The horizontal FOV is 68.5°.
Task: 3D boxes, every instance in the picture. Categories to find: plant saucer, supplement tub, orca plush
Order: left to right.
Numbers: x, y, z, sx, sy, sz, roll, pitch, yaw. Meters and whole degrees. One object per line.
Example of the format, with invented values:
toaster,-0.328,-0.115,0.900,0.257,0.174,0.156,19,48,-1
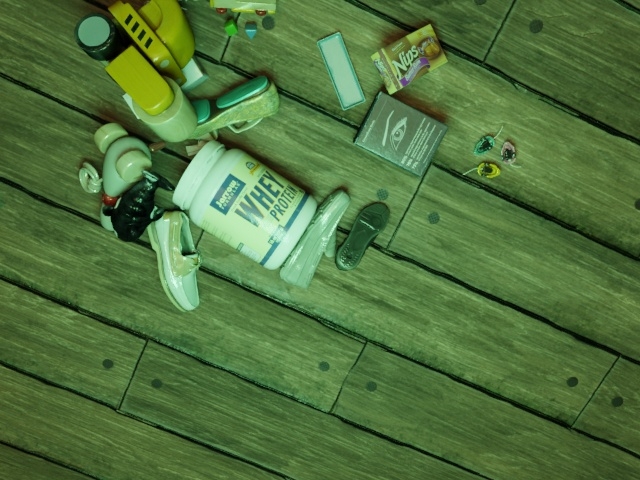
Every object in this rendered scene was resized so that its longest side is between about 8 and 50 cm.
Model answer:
orca plush,-0.461,-0.056,1.214,0.287,0.151,0.102,-31,61,31
supplement tub,-0.198,-0.096,1.255,0.325,0.235,0.235,32,102,-7
plant saucer,0.057,-0.456,1.274,0.067,0.018,0.192,-22,103,6

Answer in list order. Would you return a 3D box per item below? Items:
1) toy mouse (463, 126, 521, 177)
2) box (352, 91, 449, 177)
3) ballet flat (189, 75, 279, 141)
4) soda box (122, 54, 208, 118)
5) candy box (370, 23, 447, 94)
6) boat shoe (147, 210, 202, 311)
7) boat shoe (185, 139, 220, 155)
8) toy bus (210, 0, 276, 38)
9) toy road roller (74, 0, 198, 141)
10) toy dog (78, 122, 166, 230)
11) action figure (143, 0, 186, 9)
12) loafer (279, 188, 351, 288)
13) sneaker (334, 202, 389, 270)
toy mouse,0.485,-0.247,1.310,0.161,0.031,0.143,6,104,-1
box,0.211,-0.285,1.266,0.207,0.108,0.153,27,103,-5
ballet flat,-0.273,-0.332,1.271,0.349,0.123,0.123,-18,103,7
soda box,-0.414,-0.414,1.266,0.216,0.069,0.074,-31,102,8
candy box,0.229,-0.465,1.205,0.187,0.053,0.109,-35,103,-26
boat shoe,-0.403,0.062,1.361,0.103,0.113,0.302,-14,102,10
boat shoe,-0.331,-0.267,1.320,0.100,0.035,0.035,-14,106,11
toy bus,-0.202,-0.637,1.177,0.191,0.104,0.202,-27,141,28
toy road roller,-0.383,-0.428,1.124,0.241,0.202,0.329,-40,84,-3
toy dog,-0.512,-0.173,1.275,0.334,0.161,0.220,-30,85,49
action figure,-0.368,-0.695,1.175,0.185,0.099,0.285,32,95,10
loafer,0.000,0.000,1.347,0.111,0.112,0.319,30,110,-11
sneaker,0.112,-0.006,1.358,0.087,0.130,0.227,33,75,-2
